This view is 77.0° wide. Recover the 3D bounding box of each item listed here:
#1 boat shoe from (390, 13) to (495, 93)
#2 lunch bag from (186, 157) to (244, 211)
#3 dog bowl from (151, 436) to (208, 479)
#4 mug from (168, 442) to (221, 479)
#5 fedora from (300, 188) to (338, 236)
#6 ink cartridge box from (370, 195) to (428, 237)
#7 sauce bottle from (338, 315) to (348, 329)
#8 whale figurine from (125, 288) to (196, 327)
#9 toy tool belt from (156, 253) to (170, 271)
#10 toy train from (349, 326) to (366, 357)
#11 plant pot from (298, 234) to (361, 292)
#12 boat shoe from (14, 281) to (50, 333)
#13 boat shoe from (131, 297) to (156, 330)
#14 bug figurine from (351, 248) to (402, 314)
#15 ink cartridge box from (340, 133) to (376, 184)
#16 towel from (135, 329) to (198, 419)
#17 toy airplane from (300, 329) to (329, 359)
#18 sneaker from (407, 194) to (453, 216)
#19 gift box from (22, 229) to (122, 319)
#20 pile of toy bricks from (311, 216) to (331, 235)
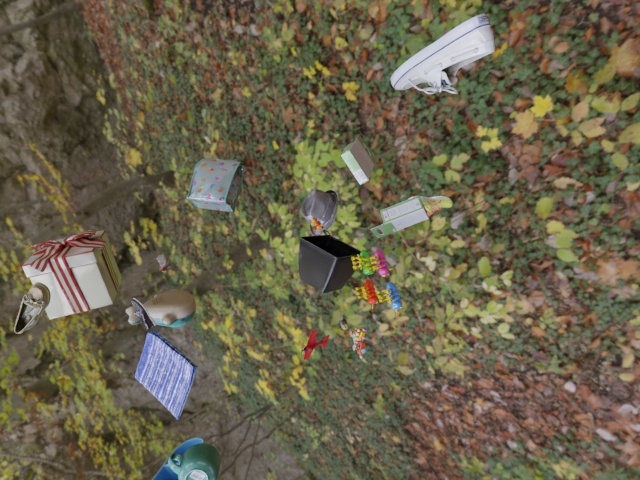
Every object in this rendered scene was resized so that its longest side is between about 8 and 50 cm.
[{"bbox_3d":[0.375,-0.520,1.244,0.367,0.136,0.156,-15,99,54],"label":"boat shoe"},{"bbox_3d":[-0.518,-0.291,2.022,0.224,0.262,0.160,7,160,11],"label":"lunch bag"},{"bbox_3d":[-0.516,0.854,1.493,0.297,0.166,0.073,-48,-59,-70],"label":"dog bowl"},{"bbox_3d":[-0.412,0.757,1.321,0.097,0.158,0.129,-136,34,-80],"label":"mug"},{"bbox_3d":[-0.021,-0.170,2.145,0.124,0.275,0.244,27,144,-27],"label":"fedora"},{"bbox_3d":[0.291,-0.087,1.516,0.109,0.210,0.062,36,-145,-60],"label":"ink cartridge box"},{"bbox_3d":[0.127,0.459,2.246,0.042,0.042,0.128,47,170,38],"label":"sauce bottle"},{"bbox_3d":[-0.668,0.310,1.704,0.216,0.272,0.141,38,130,47],"label":"whale figurine"},{"bbox_3d":[-0.659,0.099,1.709,0.051,0.052,0.083,71,176,-69],"label":"toy tool belt"},{"bbox_3d":[0.155,0.433,1.736,0.046,0.125,0.166,14,170,-10],"label":"toy train"},{"bbox_3d":[0.024,0.093,1.527,0.188,0.166,0.188,28,-161,33],"label":"plant pot"},{"bbox_3d":[-0.767,0.180,1.066,0.056,0.153,0.048,33,-163,-12],"label":"boat shoe"},{"bbox_3d":[-0.601,0.248,1.349,0.046,0.038,0.125,11,132,42],"label":"boat shoe"},{"bbox_3d":[0.190,0.134,1.353,0.279,0.072,0.216,169,85,-74],"label":"bug figurine"},{"bbox_3d":[0.186,-0.390,1.914,0.171,0.056,0.235,53,-150,-19],"label":"ink cartridge box"},{"bbox_3d":[-0.666,0.559,1.707,0.336,0.243,0.040,23,-174,33],"label":"towel"},{"bbox_3d":[-0.019,0.406,1.565,0.028,0.151,0.151,34,158,35],"label":"toy airplane"},{"bbox_3d":[0.497,-0.149,1.818,0.081,0.209,0.094,107,161,-72],"label":"sneaker"},{"bbox_3d":[-0.886,0.109,1.471,0.276,0.255,0.257,-139,36,-62],"label":"gift box"},{"bbox_3d":[0.000,0.000,1.943,0.212,0.105,0.118,56,177,11],"label":"pile of toy bricks"}]
